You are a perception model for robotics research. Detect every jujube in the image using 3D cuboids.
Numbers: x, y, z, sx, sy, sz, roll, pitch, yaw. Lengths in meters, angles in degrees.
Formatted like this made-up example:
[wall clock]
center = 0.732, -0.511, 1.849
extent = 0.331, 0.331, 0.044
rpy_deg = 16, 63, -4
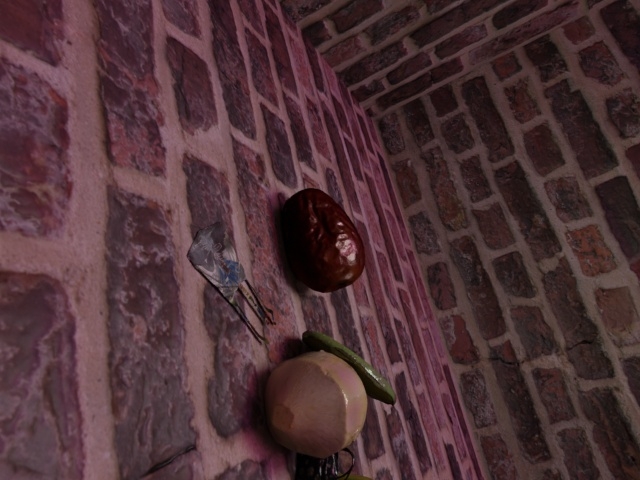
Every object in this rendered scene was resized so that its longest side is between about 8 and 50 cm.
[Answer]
[jujube]
center = 0.000, 0.000, 1.338
extent = 0.223, 0.223, 0.318
rpy_deg = 18, 44, -62

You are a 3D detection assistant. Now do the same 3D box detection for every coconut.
[coconut]
center = -0.013, 0.355, 0.980
extent = 0.237, 0.236, 0.198
rpy_deg = 8, 98, -65

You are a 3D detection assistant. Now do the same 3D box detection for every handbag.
[handbag]
center = 0.017, 0.503, 1.005
extent = 0.072, 0.139, 0.115
rpy_deg = 44, 32, -30

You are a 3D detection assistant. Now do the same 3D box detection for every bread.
[bread]
center = 0.070, 0.322, 1.157
extent = 0.045, 0.301, 0.301
rpy_deg = -52, 128, -19

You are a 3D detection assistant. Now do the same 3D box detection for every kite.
[kite]
center = -0.198, 0.109, 1.039
extent = 0.310, 0.015, 0.169
rpy_deg = 60, 23, -14

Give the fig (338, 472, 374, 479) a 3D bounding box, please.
[fig]
center = 0.085, 0.607, 1.073
extent = 0.160, 0.143, 0.231
rpy_deg = 91, -14, -55
